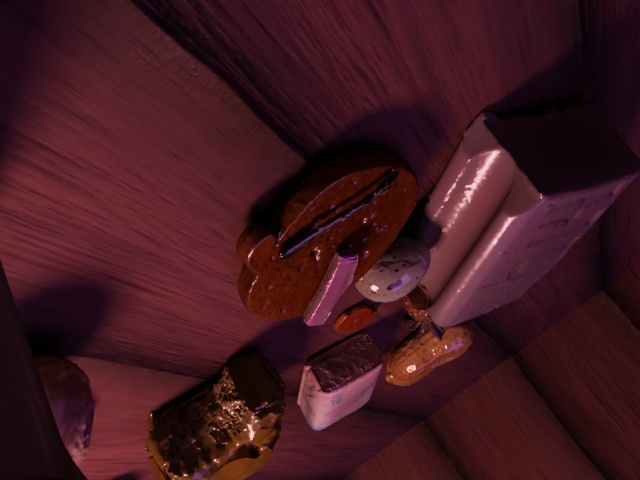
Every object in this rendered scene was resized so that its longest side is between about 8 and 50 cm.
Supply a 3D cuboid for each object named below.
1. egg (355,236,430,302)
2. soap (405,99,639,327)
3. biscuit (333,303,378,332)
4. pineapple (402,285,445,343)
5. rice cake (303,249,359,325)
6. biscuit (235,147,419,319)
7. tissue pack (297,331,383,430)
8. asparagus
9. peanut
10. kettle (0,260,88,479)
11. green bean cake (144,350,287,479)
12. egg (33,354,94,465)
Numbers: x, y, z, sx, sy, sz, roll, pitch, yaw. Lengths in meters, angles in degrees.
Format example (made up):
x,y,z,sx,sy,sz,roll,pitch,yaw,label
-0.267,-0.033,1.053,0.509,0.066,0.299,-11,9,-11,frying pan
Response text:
x,y,z,sx,sy,sz,roll,pitch,yaw,label
0.141,0.053,1.405,0.164,0.131,0.131,-33,155,20,egg
0.386,-0.050,1.433,0.350,0.213,0.435,-16,149,-34,soap
0.083,0.188,1.693,0.102,0.019,0.130,-43,153,19,biscuit
0.264,0.184,1.793,0.130,0.119,0.277,-50,158,-11,pineapple
0.018,0.086,1.266,0.047,0.036,0.207,-7,143,-32,rice cake
-0.005,-0.007,1.213,0.350,0.070,0.394,2,135,-48,biscuit
0.050,0.380,1.866,0.201,0.124,0.271,-27,152,-22,tissue pack
0.032,-0.039,1.109,0.233,0.023,0.022,-35,-164,1,asparagus
0.312,0.326,2.062,0.305,0.147,0.147,-39,153,12,peanut
-0.431,0.137,0.615,0.361,0.377,0.250,-8,144,-44,kettle
-0.219,0.413,1.523,0.310,0.202,0.285,-23,150,-22,green bean cake
-0.445,0.278,1.046,0.245,0.203,0.203,-51,151,9,egg
